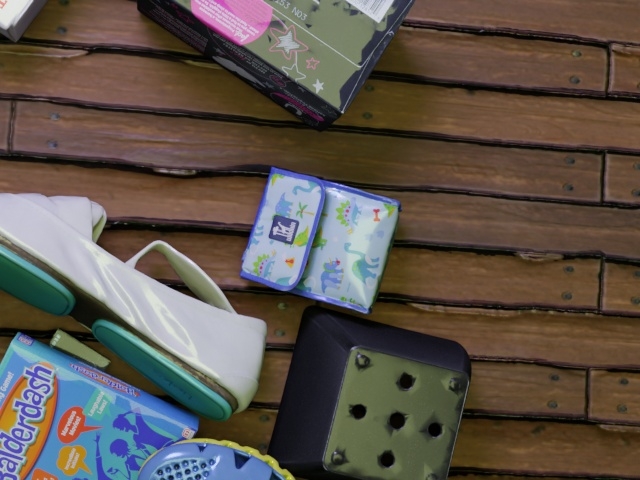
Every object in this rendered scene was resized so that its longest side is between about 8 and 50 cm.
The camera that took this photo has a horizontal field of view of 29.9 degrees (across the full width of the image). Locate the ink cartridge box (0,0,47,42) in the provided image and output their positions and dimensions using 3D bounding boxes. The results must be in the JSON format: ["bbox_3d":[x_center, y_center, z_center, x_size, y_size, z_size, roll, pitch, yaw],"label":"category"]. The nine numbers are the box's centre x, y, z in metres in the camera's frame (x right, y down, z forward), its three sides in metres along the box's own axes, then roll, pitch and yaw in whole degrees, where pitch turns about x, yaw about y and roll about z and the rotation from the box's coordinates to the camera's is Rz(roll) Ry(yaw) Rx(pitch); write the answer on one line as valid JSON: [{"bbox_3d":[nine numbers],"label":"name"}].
[{"bbox_3d":[-0.360,-0.326,1.247,0.203,0.086,0.148,36,84,-6],"label":"ink cartridge box"}]

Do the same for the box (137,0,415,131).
[{"bbox_3d":[-0.049,-0.254,1.267,0.247,0.142,0.163,33,82,-8],"label":"box"}]

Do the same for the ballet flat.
[{"bbox_3d":[-0.226,0.037,1.247,0.400,0.139,0.139,34,83,-10],"label":"ballet flat"}]

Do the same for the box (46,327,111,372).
[{"bbox_3d":[-0.273,0.145,1.276,0.067,0.018,0.083,35,84,-6],"label":"box"}]

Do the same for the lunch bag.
[{"bbox_3d":[0.000,0.000,1.293,0.151,0.096,0.128,17,88,6],"label":"lunch bag"}]

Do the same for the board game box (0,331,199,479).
[{"bbox_3d":[-0.255,0.212,1.244,0.210,0.047,0.160,26,98,-7],"label":"board game box"}]

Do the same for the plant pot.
[{"bbox_3d":[0.061,0.181,1.254,0.188,0.167,0.188,15,87,-8],"label":"plant pot"}]

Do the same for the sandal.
[{"bbox_3d":[-0.044,0.308,1.182,0.317,0.138,0.126,32,97,1],"label":"sandal"}]
